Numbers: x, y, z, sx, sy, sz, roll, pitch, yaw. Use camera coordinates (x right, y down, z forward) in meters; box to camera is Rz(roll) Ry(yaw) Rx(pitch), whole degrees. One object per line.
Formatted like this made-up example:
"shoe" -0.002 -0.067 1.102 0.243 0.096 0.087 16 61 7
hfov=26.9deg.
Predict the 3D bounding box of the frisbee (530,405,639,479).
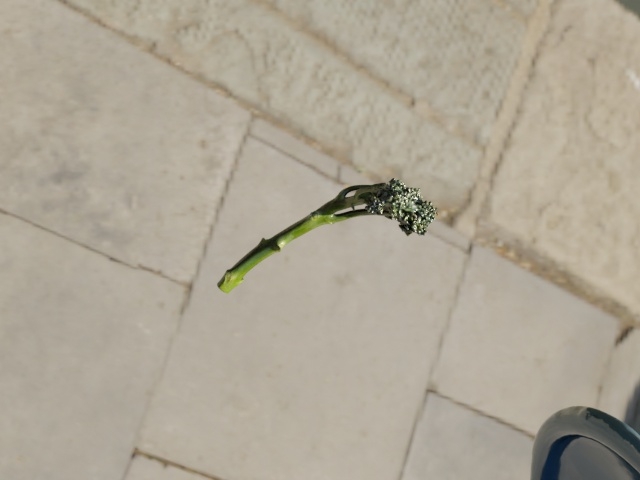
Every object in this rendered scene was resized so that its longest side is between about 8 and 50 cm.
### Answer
"frisbee" 0.227 0.238 0.867 0.049 0.289 0.290 -20 106 -15

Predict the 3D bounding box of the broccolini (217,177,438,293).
"broccolini" 0.001 -0.006 1.034 0.054 0.194 0.052 41 39 -37
